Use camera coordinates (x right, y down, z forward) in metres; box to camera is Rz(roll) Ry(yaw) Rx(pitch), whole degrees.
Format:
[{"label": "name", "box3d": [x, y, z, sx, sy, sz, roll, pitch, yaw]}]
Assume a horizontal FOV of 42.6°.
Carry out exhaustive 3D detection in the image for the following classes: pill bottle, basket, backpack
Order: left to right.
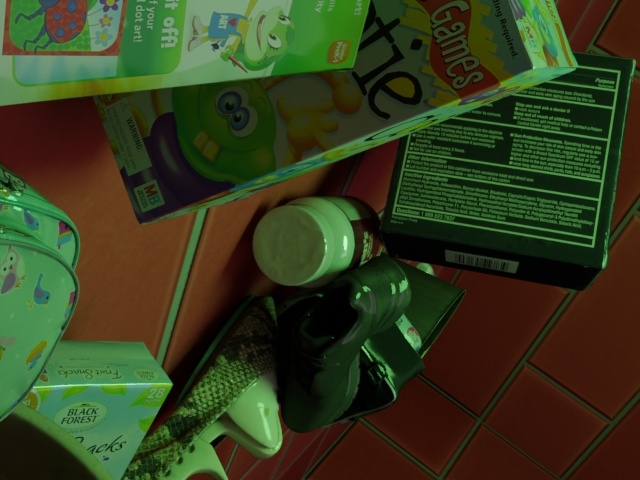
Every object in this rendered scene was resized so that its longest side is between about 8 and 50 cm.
[{"label": "backpack", "box3d": [-0.223, 0.028, 0.463, 0.166, 0.144, 0.188, -62, 167, 7]}, {"label": "pill bottle", "box3d": [0.000, 0.000, 1.108, 0.121, 0.121, 0.221, -59, 165, 15]}, {"label": "backpack", "box3d": [0.016, 0.170, 1.300, 0.253, 0.225, 0.191, -35, -177, 38]}, {"label": "basket", "box3d": [0.106, 0.106, 1.450, 0.204, 0.227, 0.154, -54, 165, 0]}]

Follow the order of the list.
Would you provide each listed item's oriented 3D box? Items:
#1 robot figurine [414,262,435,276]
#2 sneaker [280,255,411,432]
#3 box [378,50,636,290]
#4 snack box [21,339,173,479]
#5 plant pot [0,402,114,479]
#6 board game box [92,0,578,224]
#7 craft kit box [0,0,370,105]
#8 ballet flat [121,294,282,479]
[{"label": "robot figurine", "box3d": [0.139, 0.168, 1.731, 0.300, 0.200, 0.353, -43, 163, -7]}, {"label": "sneaker", "box3d": [0.003, 0.143, 1.088, 0.130, 0.109, 0.286, -8, 129, -52]}, {"label": "box", "box3d": [0.261, -0.107, 1.160, 0.183, 0.296, 0.294, 56, 46, -74]}, {"label": "snack box", "box3d": [-0.256, 0.188, 0.735, 0.174, 0.070, 0.207, 9, 116, -48]}, {"label": "plant pot", "box3d": [-0.316, 0.306, 0.529, 0.305, 0.334, 0.334, -50, 169, 33]}, {"label": "board game box", "box3d": [0.001, -0.126, 0.536, 0.275, 0.144, 0.142, -19, -178, 28]}, {"label": "craft kit box", "box3d": [-0.066, -0.176, 0.302, 0.247, 0.061, 0.250, -11, 132, -33]}, {"label": "ballet flat", "box3d": [-0.168, 0.285, 1.097, 0.483, 0.182, 0.164, -46, 162, -30]}]
